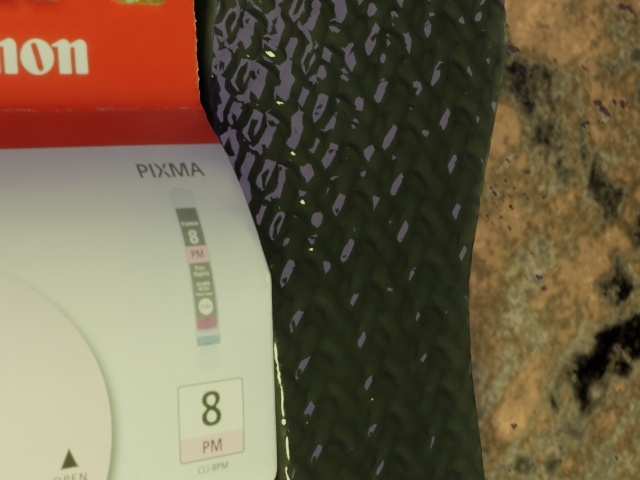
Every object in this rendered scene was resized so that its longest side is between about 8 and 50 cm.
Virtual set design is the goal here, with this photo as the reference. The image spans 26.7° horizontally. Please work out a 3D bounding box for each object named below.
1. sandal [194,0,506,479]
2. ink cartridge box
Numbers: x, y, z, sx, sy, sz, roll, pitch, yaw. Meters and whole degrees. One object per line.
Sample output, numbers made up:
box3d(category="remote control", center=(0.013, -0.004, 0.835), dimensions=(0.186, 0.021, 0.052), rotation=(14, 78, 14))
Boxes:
box3d(category="sandal", center=(-0.002, 0.002, 0.684), dimensions=(0.168, 0.107, 0.445), rotation=(-7, 104, -34))
box3d(category="ink cartridge box", center=(-0.109, -0.010, 0.497), dimensions=(0.189, 0.066, 0.232), rotation=(-5, 99, -37))
